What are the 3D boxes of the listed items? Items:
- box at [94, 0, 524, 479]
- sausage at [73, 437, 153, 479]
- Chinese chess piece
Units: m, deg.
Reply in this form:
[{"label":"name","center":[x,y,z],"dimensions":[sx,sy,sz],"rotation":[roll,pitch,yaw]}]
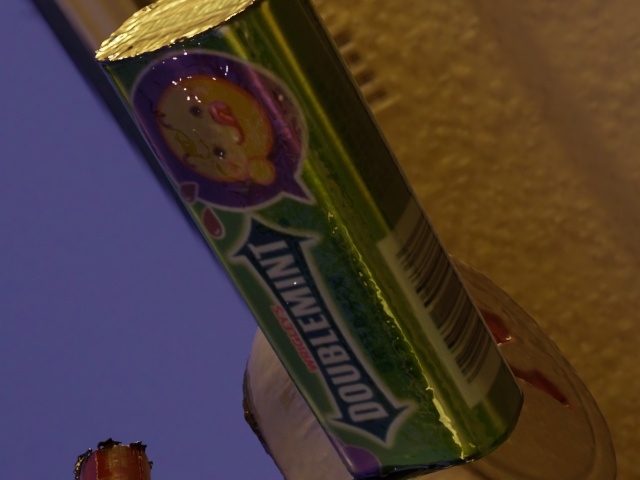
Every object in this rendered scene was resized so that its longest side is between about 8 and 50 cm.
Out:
[{"label":"box","center":[0.000,0.000,1.065],"dimensions":[0.345,0.134,0.097],"rotation":[61,-147,-25]},{"label":"sausage","center":[-0.183,0.298,1.556],"dimensions":[0.083,0.083,0.264],"rotation":[44,-161,-33]},{"label":"Chinese chess piece","center":[0.094,0.146,1.433],"dimensions":[0.338,0.140,0.338],"rotation":[33,-154,-18]}]
